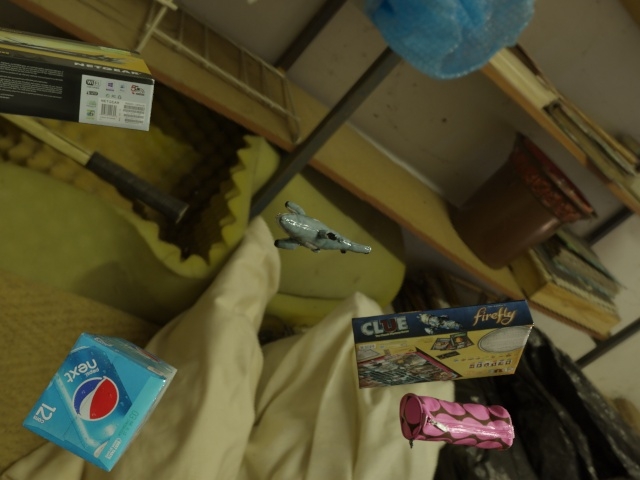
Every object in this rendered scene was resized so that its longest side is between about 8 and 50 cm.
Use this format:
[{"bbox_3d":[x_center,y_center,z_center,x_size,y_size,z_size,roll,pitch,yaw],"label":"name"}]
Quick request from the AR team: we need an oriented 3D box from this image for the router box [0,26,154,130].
[{"bbox_3d":[-0.417,-0.248,0.902,0.309,0.081,0.243,3,24,-24],"label":"router box"}]

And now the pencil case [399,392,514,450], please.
[{"bbox_3d":[0.248,0.330,1.100,0.209,0.098,0.095,10,69,-19],"label":"pencil case"}]

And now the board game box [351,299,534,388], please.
[{"bbox_3d":[0.172,0.157,0.899,0.165,0.243,0.042,82,3,-54],"label":"board game box"}]

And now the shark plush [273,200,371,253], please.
[{"bbox_3d":[0.000,0.000,0.919,0.161,0.073,0.067,31,-16,-19],"label":"shark plush"}]

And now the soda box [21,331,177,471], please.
[{"bbox_3d":[-0.167,0.124,0.502,0.067,0.071,0.210,31,-14,-4],"label":"soda box"}]
